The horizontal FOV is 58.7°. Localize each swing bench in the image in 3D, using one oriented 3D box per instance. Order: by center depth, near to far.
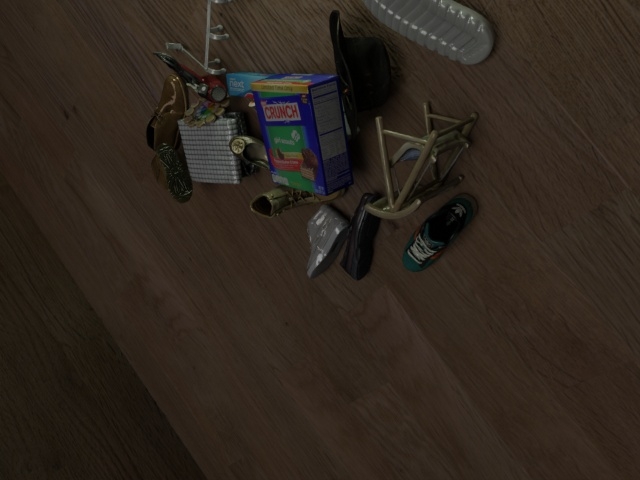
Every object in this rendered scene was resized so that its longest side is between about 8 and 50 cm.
[{"bbox_3d":[0.258,-0.195,1.449,0.165,0.253,0.254,22,122,30],"label":"swing bench"}]

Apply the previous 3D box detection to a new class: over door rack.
[{"bbox_3d":[-0.389,-0.704,1.858,0.324,0.108,0.239,37,129,38],"label":"over door rack"}]

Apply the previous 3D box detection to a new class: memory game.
[{"bbox_3d":[-0.382,-0.448,1.921,0.186,0.186,0.012,9,150,36],"label":"memory game"}]

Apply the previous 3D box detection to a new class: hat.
[{"bbox_3d":[0.115,-0.443,1.501,0.134,0.331,0.331,-10,106,2],"label":"hat"}]

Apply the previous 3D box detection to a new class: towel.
[{"bbox_3d":[-0.354,-0.325,1.983,0.284,0.121,0.235,6,112,39],"label":"towel"}]

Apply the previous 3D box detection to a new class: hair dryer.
[{"bbox_3d":[-0.398,-0.533,1.841,0.223,0.293,0.080,42,95,1],"label":"hair dryer"}]

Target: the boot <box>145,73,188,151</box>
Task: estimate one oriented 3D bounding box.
[{"bbox_3d":[-0.569,-0.461,2.096,0.112,0.115,0.305,35,127,24],"label":"boot"}]

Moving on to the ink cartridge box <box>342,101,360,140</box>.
[{"bbox_3d":[0.031,-0.356,1.689,0.109,0.063,0.150,-30,89,44],"label":"ink cartridge box"}]

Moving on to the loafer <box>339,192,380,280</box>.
[{"bbox_3d":[0.111,-0.017,1.754,0.095,0.109,0.302,29,128,31],"label":"loafer"}]

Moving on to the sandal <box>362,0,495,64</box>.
[{"bbox_3d":[0.248,-0.580,1.398,0.416,0.102,0.169,40,145,2],"label":"sandal"}]

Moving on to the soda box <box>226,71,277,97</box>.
[{"bbox_3d":[-0.201,-0.493,1.813,0.210,0.067,0.071,16,119,34],"label":"soda box"}]

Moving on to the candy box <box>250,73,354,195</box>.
[{"bbox_3d":[-0.052,-0.311,1.646,0.268,0.122,0.317,19,127,47],"label":"candy box"}]

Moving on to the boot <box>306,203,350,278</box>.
[{"bbox_3d":[0.000,0.000,1.870,0.123,0.095,0.258,47,125,23],"label":"boot"}]

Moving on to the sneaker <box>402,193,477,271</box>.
[{"bbox_3d":[0.306,-0.007,1.584,0.108,0.121,0.302,46,131,14],"label":"sneaker"}]

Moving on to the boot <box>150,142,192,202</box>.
[{"bbox_3d":[-0.564,-0.233,2.151,0.269,0.089,0.236,-20,89,68],"label":"boot"}]

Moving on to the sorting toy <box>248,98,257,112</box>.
[{"bbox_3d":[-0.173,-0.430,1.827,0.075,0.083,0.045,2,71,30],"label":"sorting toy"}]

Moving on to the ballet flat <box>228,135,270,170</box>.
[{"bbox_3d":[-0.182,-0.266,1.840,0.250,0.058,0.084,28,106,-4],"label":"ballet flat"}]

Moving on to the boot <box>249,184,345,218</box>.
[{"bbox_3d":[-0.074,-0.138,1.776,0.262,0.203,0.095,2,111,40],"label":"boot"}]
